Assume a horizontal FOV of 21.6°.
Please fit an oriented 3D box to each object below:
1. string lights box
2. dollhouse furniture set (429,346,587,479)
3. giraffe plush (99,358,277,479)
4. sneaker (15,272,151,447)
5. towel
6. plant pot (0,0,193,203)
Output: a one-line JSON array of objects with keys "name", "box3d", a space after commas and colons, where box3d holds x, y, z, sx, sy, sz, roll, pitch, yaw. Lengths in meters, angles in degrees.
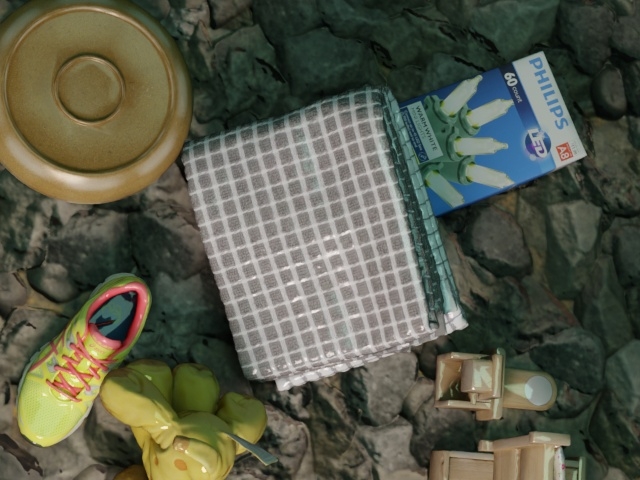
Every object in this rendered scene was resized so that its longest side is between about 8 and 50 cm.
[{"name": "string lights box", "box3d": [0.151, -0.104, 1.878, 0.259, 0.077, 0.133, -22, 87, -19]}, {"name": "dollhouse furniture set", "box3d": [0.252, 0.250, 1.710, 0.173, 0.355, 0.303, 6, 79, -17]}, {"name": "giraffe plush", "box3d": [-0.146, 0.240, 1.700, 0.181, 0.210, 0.170, 7, 113, -42]}, {"name": "sneaker", "box3d": [-0.242, 0.117, 1.717, 0.081, 0.094, 0.208, 33, 75, -11]}, {"name": "towel", "box3d": [0.000, 0.000, 1.751, 0.235, 0.121, 0.284, -17, 88, 13]}, {"name": "plant pot", "box3d": [-0.248, -0.158, 1.789, 0.236, 0.032, 0.236, 3, 81, -17]}]
